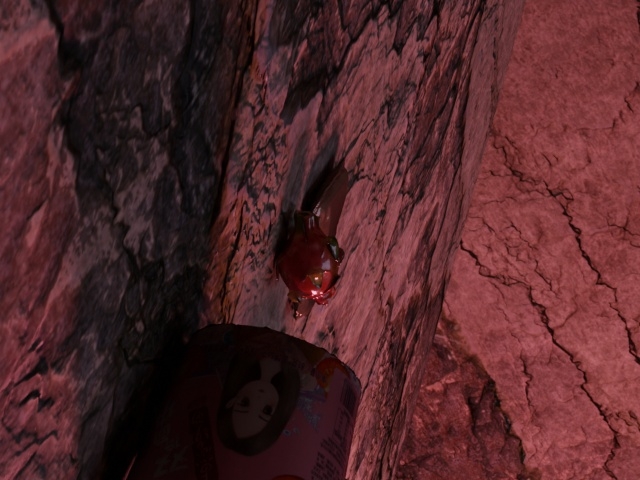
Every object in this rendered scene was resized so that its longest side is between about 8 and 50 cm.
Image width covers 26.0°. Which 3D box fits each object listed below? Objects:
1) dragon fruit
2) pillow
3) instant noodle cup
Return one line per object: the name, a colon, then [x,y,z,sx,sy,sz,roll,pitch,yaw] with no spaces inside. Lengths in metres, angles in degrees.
dragon fruit: [-0.013,0.020,1.714,0.081,0.086,0.116,-14,121,-30]
pillow: [-0.001,0.002,1.852,0.135,0.034,0.211,-62,166,-53]
instant noodle cup: [-0.077,0.227,1.389,0.243,0.242,0.231,87,17,-59]
